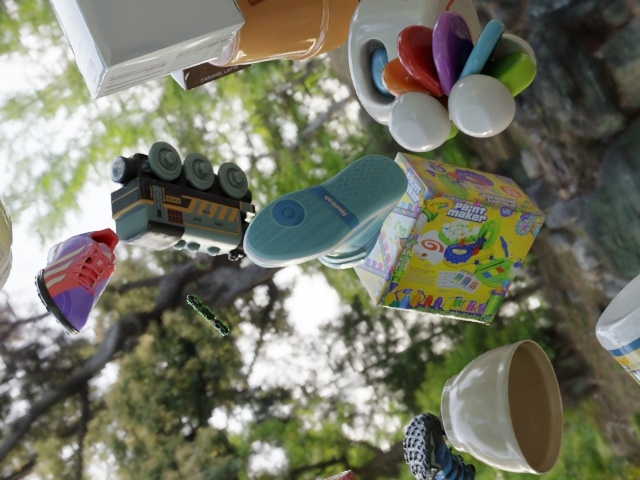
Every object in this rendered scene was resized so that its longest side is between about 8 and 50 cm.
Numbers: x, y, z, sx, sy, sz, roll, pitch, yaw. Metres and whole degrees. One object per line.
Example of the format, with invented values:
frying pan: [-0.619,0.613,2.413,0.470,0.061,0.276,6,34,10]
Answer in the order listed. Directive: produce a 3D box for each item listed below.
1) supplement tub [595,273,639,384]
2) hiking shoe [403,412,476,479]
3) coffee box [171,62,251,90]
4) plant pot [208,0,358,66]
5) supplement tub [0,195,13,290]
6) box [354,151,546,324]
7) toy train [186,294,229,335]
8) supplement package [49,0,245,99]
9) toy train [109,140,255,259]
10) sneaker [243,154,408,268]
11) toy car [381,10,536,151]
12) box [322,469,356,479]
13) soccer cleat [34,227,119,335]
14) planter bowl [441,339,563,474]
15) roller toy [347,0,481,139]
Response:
supplement tub: [0.413,0.124,1.132,0.199,0.144,0.144,46,-170,1]
hiking shoe: [0.259,0.478,2.228,0.113,0.132,0.304,-134,29,-55]
coffee box: [-0.248,-0.394,1.902,0.246,0.141,0.098,47,153,33]
plant pot: [-0.109,-0.405,1.666,0.291,0.203,0.290,38,144,35]
supplement tub: [-0.611,-0.037,1.626,0.325,0.236,0.235,95,156,-61]
box: [0.264,-0.001,2.209,0.290,0.279,0.177,11,-153,-25]
toy train: [-0.169,0.112,1.581,0.083,0.017,0.023,43,168,4]
supplement package: [-0.259,-0.358,1.423,0.261,0.204,0.145,66,158,1]
toy train: [-0.261,-0.066,2.027,0.334,0.142,0.190,14,-117,-47]
sneaker: [0.000,0.000,1.757,0.127,0.319,0.208,51,149,21]
toy car: [0.153,-0.197,1.210,0.136,0.182,0.159,61,-141,-24]
box: [-0.063,0.384,1.237,0.128,0.257,0.123,67,-164,3]
soccer cleat: [-0.403,0.057,1.779,0.108,0.116,0.318,59,-178,-20]
planter bowl: [0.217,0.210,1.295,0.162,0.109,0.162,25,-121,-51]
roller toy: [0.129,-0.258,1.446,0.191,0.146,0.209,39,-125,-53]
